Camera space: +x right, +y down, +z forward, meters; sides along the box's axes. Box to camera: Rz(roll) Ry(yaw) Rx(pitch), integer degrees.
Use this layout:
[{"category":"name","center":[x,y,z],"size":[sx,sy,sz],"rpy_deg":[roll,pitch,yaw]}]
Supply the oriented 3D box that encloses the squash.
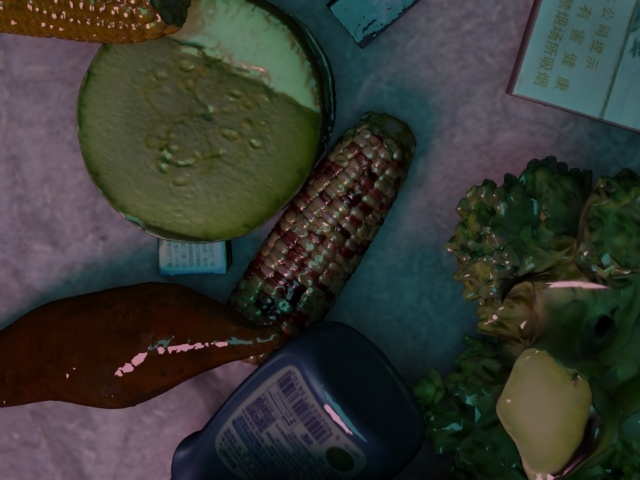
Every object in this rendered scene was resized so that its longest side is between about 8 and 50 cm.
[{"category":"squash","center":[-0.098,-0.110,1.283],"size":[0.220,0.133,0.220],"rpy_deg":[0,93,3]}]

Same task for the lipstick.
[{"category":"lipstick","center":[0.139,-0.285,1.331],"size":[0.312,0.051,0.051],"rpy_deg":[-40,97,6]}]

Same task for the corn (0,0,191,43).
[{"category":"corn","center":[-0.233,-0.213,1.269],"size":[0.305,0.106,0.106],"rpy_deg":[17,101,34]}]

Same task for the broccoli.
[{"category":"broccoli","center":[0.221,0.111,1.285],"size":[0.277,0.317,0.338],"rpy_deg":[28,73,24]}]

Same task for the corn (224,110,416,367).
[{"category":"corn","center":[0.000,0.000,1.364],"size":[0.086,0.086,0.253],"rpy_deg":[34,98,-3]}]

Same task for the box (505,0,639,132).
[{"category":"box","center":[0.293,-0.163,1.334],"size":[0.233,0.067,0.150],"rpy_deg":[16,100,-1]}]

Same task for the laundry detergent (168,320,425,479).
[{"category":"laundry detergent","center":[-0.043,0.191,1.347],"size":[0.143,0.094,0.290],"rpy_deg":[50,130,1]}]

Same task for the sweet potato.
[{"category":"sweet potato","center":[-0.191,0.096,1.373],"size":[0.359,0.112,0.112],"rpy_deg":[-8,99,25]}]

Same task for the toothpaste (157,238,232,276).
[{"category":"toothpaste","center":[-0.119,-0.103,1.370],"size":[0.065,0.050,0.267],"rpy_deg":[-3,98,2]}]
